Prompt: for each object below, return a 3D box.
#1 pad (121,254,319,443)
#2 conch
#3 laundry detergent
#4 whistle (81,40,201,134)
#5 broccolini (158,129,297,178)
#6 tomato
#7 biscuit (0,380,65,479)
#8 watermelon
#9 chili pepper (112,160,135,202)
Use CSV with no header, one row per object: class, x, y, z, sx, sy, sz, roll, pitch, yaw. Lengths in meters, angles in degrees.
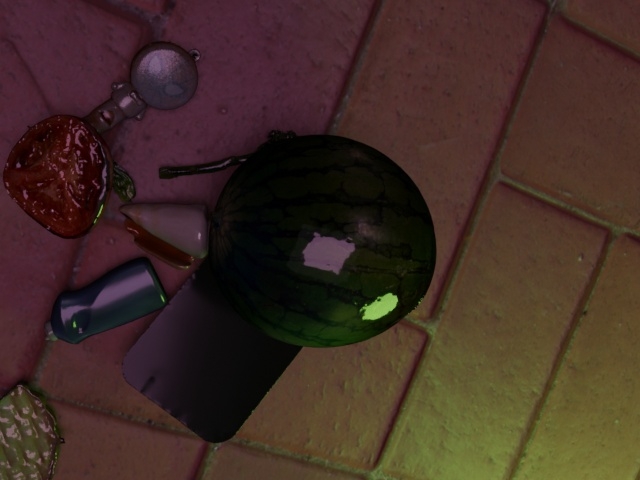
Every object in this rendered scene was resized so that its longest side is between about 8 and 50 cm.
pad,-0.131,0.171,1.170,0.315,0.063,0.375,44,77,-16
conch,-0.246,-0.013,1.069,0.176,0.094,0.104,5,138,-12
laundry detergent,-0.364,0.108,1.076,0.206,0.061,0.097,-26,114,-8
whistle,-0.284,-0.239,1.038,0.220,0.057,0.107,-37,121,-1
broccolini,-0.144,-0.136,1.095,0.254,0.057,0.071,-13,60,-16
tomato,-0.387,-0.105,1.011,0.166,0.082,0.174,39,102,-4
biscuit,-0.550,0.378,1.086,0.273,0.036,0.187,-35,107,-7
watermelon,0.000,0.000,1.009,0.363,0.363,0.363,-3,101,-15
chili pepper,-0.334,-0.101,1.061,0.034,0.030,0.091,-31,106,18
